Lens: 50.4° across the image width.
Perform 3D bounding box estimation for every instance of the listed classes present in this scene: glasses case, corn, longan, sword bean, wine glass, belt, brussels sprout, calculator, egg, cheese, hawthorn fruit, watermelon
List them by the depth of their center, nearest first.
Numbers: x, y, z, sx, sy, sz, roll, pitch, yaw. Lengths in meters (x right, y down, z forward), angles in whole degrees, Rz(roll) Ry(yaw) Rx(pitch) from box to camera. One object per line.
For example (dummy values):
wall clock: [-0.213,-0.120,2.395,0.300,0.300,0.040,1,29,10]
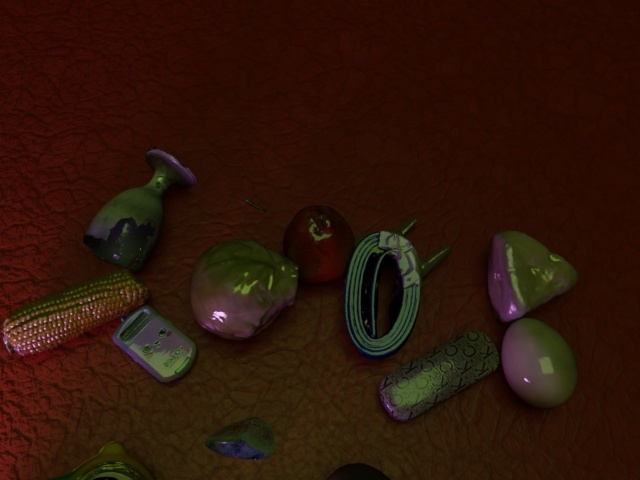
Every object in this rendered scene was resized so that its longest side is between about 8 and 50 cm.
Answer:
longan: [0.097,0.670,1.633,0.215,0.246,0.246,23,66,-9]
watermelon: [-0.209,0.514,1.767,0.180,0.081,0.094,-6,41,-13]
corn: [-0.656,0.184,1.827,0.387,0.144,0.144,-26,71,-15]
brussels sprout: [-0.215,0.136,1.832,0.317,0.242,0.273,14,45,23]
egg: [0.585,0.327,1.833,0.189,0.188,0.253,-11,62,-9]
glasses case: [0.324,0.364,1.852,0.355,0.085,0.137,-25,69,-15]
calculator: [-0.452,0.279,1.853,0.246,0.045,0.141,38,68,13]
belt: [0.172,0.152,1.884,0.212,0.117,0.347,5,75,10]
hawthorn fruit: [0.000,0.000,1.894,0.210,0.262,0.210,4,62,-7]
wine glass: [-0.513,-0.083,1.936,0.190,0.190,0.357,25,63,7]
cheese: [0.589,0.083,1.951,0.251,0.173,0.248,-18,77,-11]
sword bean: [-0.200,-0.109,2.064,0.083,0.012,0.012,29,67,7]

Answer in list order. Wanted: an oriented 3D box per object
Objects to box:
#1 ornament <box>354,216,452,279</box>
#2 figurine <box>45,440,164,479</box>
ornament: [0.223,0.031,2.006,0.245,0.061,0.230,-39,73,-13]
figurine: [-0.532,0.654,1.595,0.323,0.231,0.340,49,60,-10]
